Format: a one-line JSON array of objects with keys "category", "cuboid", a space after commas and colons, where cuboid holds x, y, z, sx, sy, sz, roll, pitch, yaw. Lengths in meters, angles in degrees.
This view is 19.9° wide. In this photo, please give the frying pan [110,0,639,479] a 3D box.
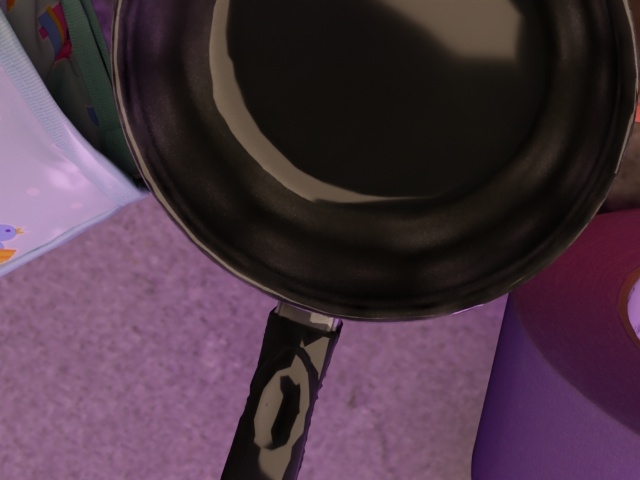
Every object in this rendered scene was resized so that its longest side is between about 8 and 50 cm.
[{"category": "frying pan", "cuboid": [0.028, -0.004, 0.699, 0.197, 0.053, 0.326, -4, 109, 13]}]

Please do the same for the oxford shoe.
[{"category": "oxford shoe", "cuboid": [0.135, -0.119, 0.725, 0.363, 0.130, 0.133, -8, 110, 4]}]

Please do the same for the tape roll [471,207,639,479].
[{"category": "tape roll", "cuboid": [0.203, 0.083, 0.733, 0.274, 0.275, 0.090, 7, 114, -4]}]

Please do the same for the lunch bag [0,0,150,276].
[{"category": "lunch bag", "cuboid": [-0.214, -0.083, 0.723, 0.223, 0.160, 0.262, -25, 106, 10]}]
